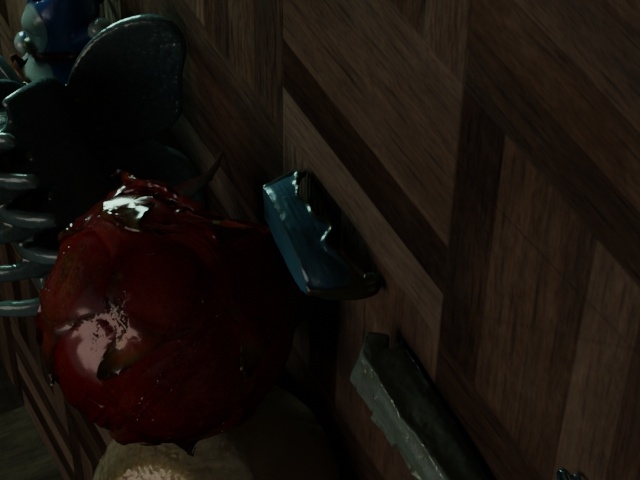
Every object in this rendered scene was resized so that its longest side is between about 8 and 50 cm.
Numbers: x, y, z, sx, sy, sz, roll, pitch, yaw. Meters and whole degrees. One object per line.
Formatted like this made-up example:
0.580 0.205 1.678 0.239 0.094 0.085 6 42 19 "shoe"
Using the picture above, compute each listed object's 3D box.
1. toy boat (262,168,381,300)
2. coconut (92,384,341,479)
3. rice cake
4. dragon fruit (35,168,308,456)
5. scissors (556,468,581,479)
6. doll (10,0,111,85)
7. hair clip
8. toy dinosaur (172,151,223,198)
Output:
0.000 0.000 1.881 0.185 0.077 0.075 -118 18 -46 "toy boat"
-0.117 0.311 2.203 0.329 0.328 0.329 53 155 38 "coconut"
0.126 0.230 1.770 0.336 0.063 0.066 58 150 32 "rice cake"
-0.170 0.078 2.007 0.302 0.295 0.295 -59 42 16 "dragon fruit"
0.234 0.261 1.581 0.058 0.014 0.119 -176 70 -73 "scissors"
-0.343 -0.247 2.391 0.215 0.161 0.257 23 130 51 "doll"
-0.342 -0.084 2.229 0.392 0.238 0.318 1 130 29 "hair clip"
-0.200 -0.008 2.152 0.242 0.167 0.053 -67 23 5 "toy dinosaur"
